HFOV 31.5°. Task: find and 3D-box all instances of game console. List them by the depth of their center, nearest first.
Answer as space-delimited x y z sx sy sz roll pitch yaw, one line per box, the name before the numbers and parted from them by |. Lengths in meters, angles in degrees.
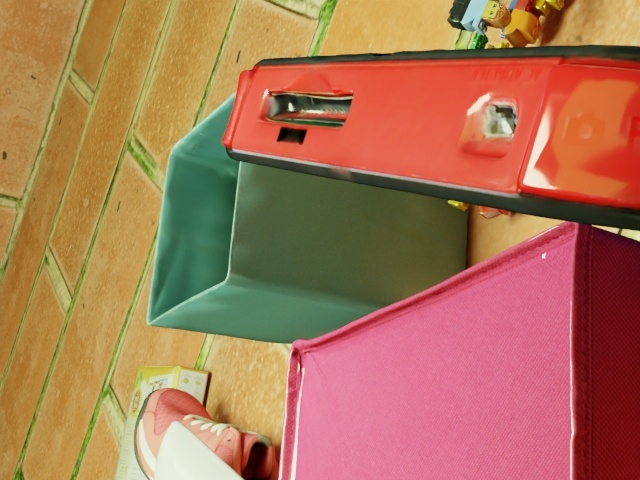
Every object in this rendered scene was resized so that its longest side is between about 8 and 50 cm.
game console | 0.162 -0.034 0.537 0.386 0.342 0.060 18 100 64

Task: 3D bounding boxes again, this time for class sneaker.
sneaker | -0.098 0.241 1.202 0.136 0.116 0.314 -56 37 15

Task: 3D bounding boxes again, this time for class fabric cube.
fabric cube | 0.143 0.167 0.559 0.254 0.258 0.259 -30 50 57

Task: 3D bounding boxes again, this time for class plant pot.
plant pot | 0.000 0.000 0.961 0.165 0.234 0.166 -28 53 56

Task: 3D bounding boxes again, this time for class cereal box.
cereal box | -0.213 0.281 1.448 0.173 0.047 0.240 -11 67 62

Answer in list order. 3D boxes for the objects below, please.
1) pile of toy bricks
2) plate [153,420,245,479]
pile of toy bricks | 0.158 -0.126 0.888 0.105 0.118 0.212 21 85 32
plate | -0.093 0.347 1.020 0.277 0.045 0.278 30 117 43
